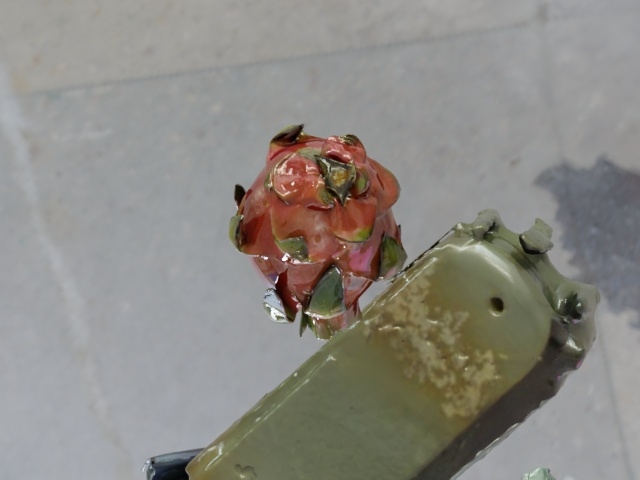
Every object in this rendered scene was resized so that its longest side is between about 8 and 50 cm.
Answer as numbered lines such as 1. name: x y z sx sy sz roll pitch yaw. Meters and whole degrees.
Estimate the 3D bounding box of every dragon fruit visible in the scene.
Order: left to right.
1. dragon fruit: 0.002 0.000 0.881 0.081 0.086 0.116 38 159 39

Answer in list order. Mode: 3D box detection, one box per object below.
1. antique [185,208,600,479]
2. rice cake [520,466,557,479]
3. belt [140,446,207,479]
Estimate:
1. antique: 0.056 0.101 1.188 0.284 0.150 0.125 -43 88 19
2. rice cake: 0.207 0.324 1.597 0.043 0.237 0.127 -10 134 20
3. belt: -0.084 0.251 1.362 0.218 0.128 0.122 121 138 -50
